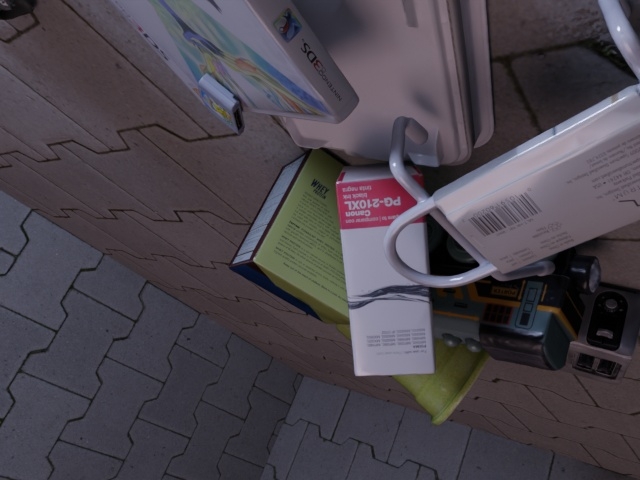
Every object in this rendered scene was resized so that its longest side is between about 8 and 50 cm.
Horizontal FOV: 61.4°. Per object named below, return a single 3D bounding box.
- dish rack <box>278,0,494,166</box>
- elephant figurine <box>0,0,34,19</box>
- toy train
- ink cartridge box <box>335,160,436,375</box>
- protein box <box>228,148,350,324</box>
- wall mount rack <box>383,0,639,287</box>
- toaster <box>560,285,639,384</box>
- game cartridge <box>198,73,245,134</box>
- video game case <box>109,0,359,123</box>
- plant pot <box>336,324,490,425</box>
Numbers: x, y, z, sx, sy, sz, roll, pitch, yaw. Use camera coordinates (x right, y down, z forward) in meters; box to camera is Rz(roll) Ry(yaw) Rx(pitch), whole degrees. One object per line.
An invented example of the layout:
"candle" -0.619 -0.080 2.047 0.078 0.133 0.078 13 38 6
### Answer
"dish rack" 0.028 -0.188 0.570 0.286 0.072 0.333 13 157 26
"elephant figurine" -0.485 -0.325 0.729 0.169 0.186 0.239 -17 176 -11
"toy train" 0.227 0.072 0.805 0.334 0.190 0.142 5 152 41
"ink cartridge box" 0.082 0.028 0.682 0.100 0.237 0.172 -5 -167 7
"protein box" 0.000 0.000 0.856 0.200 0.201 0.136 32 161 -19
"wall mount rack" 0.243 -0.048 0.510 0.350 0.130 0.304 -29 123 37
"toaster" 0.420 0.146 0.888 0.168 0.110 0.185 14 157 27
"game cartridge" -0.113 -0.155 0.616 0.056 0.017 0.083 43 170 6
"video game case" -0.143 -0.238 0.508 0.300 0.036 0.329 47 167 -33
"plant pot" 0.180 0.158 1.023 0.254 0.276 0.276 32 161 13
